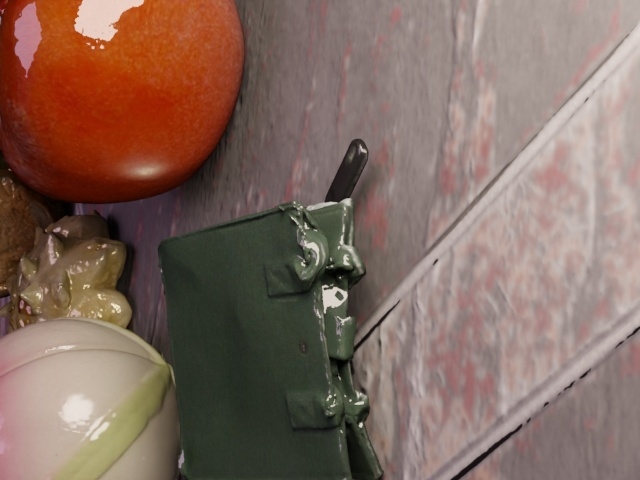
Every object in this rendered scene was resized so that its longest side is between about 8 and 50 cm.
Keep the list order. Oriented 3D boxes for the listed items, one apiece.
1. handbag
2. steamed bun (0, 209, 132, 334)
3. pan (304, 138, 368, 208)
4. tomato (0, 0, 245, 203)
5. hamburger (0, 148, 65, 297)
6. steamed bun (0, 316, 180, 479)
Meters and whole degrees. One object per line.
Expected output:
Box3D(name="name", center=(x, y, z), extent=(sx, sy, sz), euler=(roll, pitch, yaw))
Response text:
Box3D(name="handbag", center=(-0.051, 0.099, 0.981), extent=(0.260, 0.079, 0.247), euler=(-12, 85, 52))
Box3D(name="steamed bun", center=(-0.375, 0.101, 1.489), extent=(0.295, 0.137, 0.292), euler=(37, 118, 52))
Box3D(name="pan", center=(0.000, 0.000, 1.004), extent=(0.235, 0.028, 0.136), euler=(-61, 39, 36))
Box3D(name="tomato", center=(-0.234, -0.208, 1.207), extent=(0.341, 0.273, 0.341), euler=(-177, 90, -72))
Box3D(name="hamburger", center=(-0.522, -0.033, 1.651), extent=(0.286, 0.243, 0.146), euler=(-56, 36, 12))
Box3D(name="steamed bun", center=(-0.331, 0.234, 1.246), extent=(0.309, 0.309, 0.309), euler=(-17, 69, 56))
